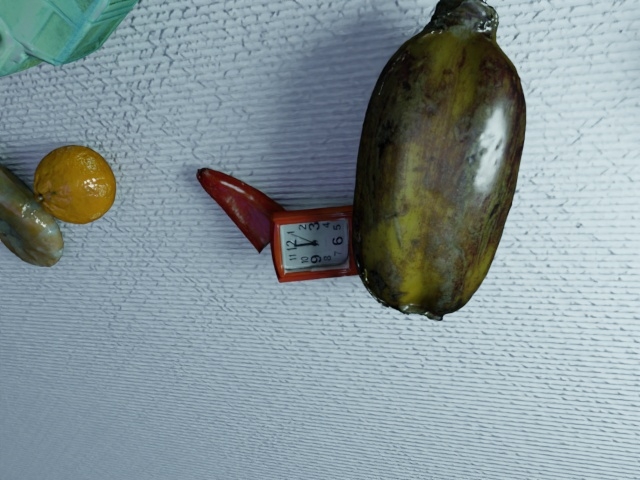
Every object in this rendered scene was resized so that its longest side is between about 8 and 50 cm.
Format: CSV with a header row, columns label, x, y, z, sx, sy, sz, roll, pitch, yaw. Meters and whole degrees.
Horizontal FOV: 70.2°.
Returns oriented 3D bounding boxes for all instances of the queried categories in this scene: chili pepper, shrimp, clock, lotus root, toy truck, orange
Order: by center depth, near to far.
label,x,y,z,sx,sy,sz,roll,pitch,yaw
lotus root,0.141,-0.078,0.569,0.195,0.179,0.398,5,113,-3
toy truck,-0.366,-0.335,0.610,0.278,0.155,0.156,-31,113,28
clock,0.000,0.000,0.700,0.155,0.061,0.113,-6,117,-7
chili pepper,-0.135,-0.062,0.742,0.169,0.065,0.088,41,103,-2
orange,-0.419,-0.092,0.777,0.135,0.118,0.136,8,126,11
shrimp,-0.623,-0.076,0.874,0.168,0.077,0.317,-21,112,29
